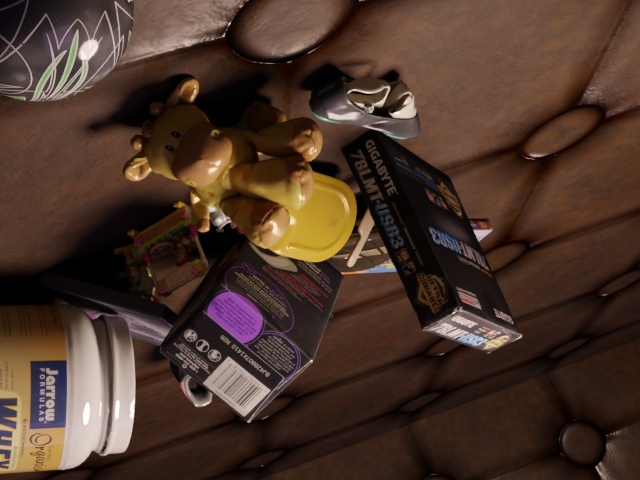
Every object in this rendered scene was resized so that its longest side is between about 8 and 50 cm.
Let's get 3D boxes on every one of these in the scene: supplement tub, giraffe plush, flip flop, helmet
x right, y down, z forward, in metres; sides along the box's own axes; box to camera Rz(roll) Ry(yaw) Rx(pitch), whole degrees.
[{"bbox_3d":[-0.426,0.200,1.400,0.316,0.228,0.228,1,150,-22],"label":"supplement tub"},{"bbox_3d":[-0.128,-0.103,1.213,0.210,0.181,0.170,3,164,37],"label":"giraffe plush"},{"bbox_3d":[0.000,0.000,1.634,0.277,0.080,0.112,-6,153,-1],"label":"flip flop"},{"bbox_3d":[-0.234,-0.196,0.857,0.169,0.162,0.169,-20,157,-9],"label":"helmet"}]

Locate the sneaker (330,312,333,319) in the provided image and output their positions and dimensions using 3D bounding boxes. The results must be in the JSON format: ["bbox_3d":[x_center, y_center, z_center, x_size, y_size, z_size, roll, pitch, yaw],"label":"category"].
[{"bbox_3d":[-0.029,0.118,1.755,0.101,0.106,0.267,-52,165,13],"label":"sneaker"}]

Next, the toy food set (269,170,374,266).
[{"bbox_3d":[-0.020,-0.039,1.500,0.218,0.071,0.128,16,97,-44],"label":"toy food set"}]

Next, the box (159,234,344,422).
[{"bbox_3d":[-0.089,0.099,1.457,0.143,0.165,0.270,-46,-172,24],"label":"box"}]

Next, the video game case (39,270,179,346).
[{"bbox_3d":[-0.274,0.119,1.542,0.196,0.026,0.274,14,165,17],"label":"video game case"}]

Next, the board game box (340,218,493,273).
[{"bbox_3d":[0.174,0.010,1.872,0.281,0.027,0.145,-1,147,-42],"label":"board game box"}]

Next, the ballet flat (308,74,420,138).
[{"bbox_3d":[0.076,-0.175,1.321,0.203,0.074,0.074,4,145,-44],"label":"ballet flat"}]

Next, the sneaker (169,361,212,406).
[{"bbox_3d":[-0.170,0.176,1.778,0.112,0.131,0.319,-9,153,-30],"label":"sneaker"}]

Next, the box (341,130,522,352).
[{"bbox_3d":[0.171,0.009,1.522,0.073,0.293,0.295,-32,155,18],"label":"box"}]

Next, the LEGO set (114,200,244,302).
[{"bbox_3d":[-0.219,0.047,1.478,0.132,0.107,0.287,2,147,-45],"label":"LEGO set"}]
